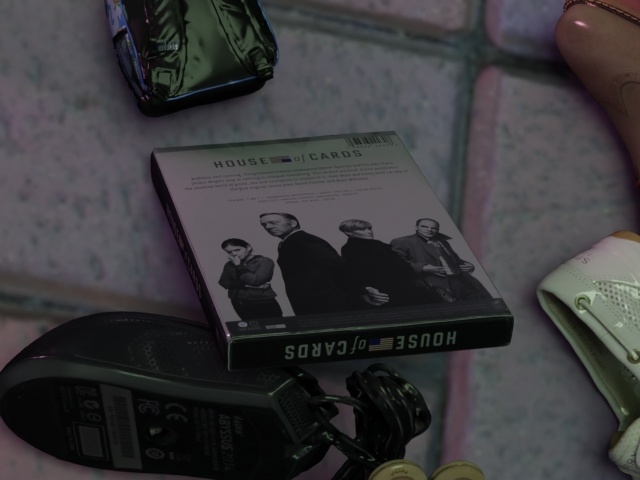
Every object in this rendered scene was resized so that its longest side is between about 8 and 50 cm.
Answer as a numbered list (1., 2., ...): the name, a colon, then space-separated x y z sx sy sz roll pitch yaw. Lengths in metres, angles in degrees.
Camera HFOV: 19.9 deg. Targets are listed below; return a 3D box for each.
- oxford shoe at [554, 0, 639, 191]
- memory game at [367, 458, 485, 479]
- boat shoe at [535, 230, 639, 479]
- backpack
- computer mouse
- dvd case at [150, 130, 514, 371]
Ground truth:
1. oxford shoe: 0.272 -0.029 1.286 0.130 0.123 0.348 -41 85 -12
2. memory game: 0.050 0.208 1.153 0.186 0.186 0.012 0 35 -14
3. boat shoe: 0.238 0.131 1.249 0.096 0.098 0.277 -25 74 -18
4. backpack: -0.094 -0.147 1.242 0.105 0.084 0.114 -17 85 -18
5. computer mouse: -0.069 0.103 1.158 0.272 0.188 0.072 10 53 2
6. dvd case: 0.000 0.000 1.174 0.179 0.239 0.029 -4 121 -15
